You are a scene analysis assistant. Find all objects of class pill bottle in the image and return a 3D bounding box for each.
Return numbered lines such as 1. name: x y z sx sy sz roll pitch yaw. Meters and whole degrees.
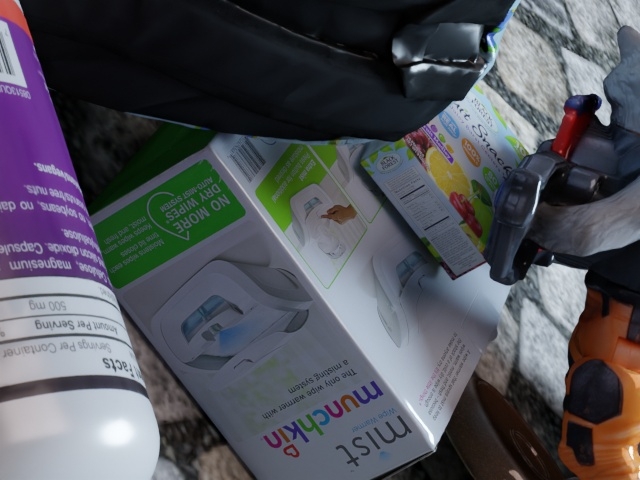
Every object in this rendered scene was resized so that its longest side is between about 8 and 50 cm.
1. pill bottle: -0.184 0.037 0.902 0.181 0.181 0.323 5 62 -55

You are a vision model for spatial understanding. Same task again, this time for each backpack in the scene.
1. backpack: -0.054 -0.192 1.068 0.356 0.290 0.273 22 34 -10

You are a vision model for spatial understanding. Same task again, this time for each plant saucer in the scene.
1. plant saucer: 0.136 0.156 1.383 0.168 0.029 0.168 50 13 -16

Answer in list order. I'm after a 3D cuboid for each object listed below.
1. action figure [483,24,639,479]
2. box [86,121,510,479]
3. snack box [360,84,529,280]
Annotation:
1. action figure: 0.212 0.026 1.277 0.341 0.179 0.330 -37 132 -68
2. box: 0.000 0.000 1.266 0.231 0.127 0.262 53 30 -14
3. snack box: 0.082 -0.053 1.275 0.100 0.037 0.141 52 29 -16
